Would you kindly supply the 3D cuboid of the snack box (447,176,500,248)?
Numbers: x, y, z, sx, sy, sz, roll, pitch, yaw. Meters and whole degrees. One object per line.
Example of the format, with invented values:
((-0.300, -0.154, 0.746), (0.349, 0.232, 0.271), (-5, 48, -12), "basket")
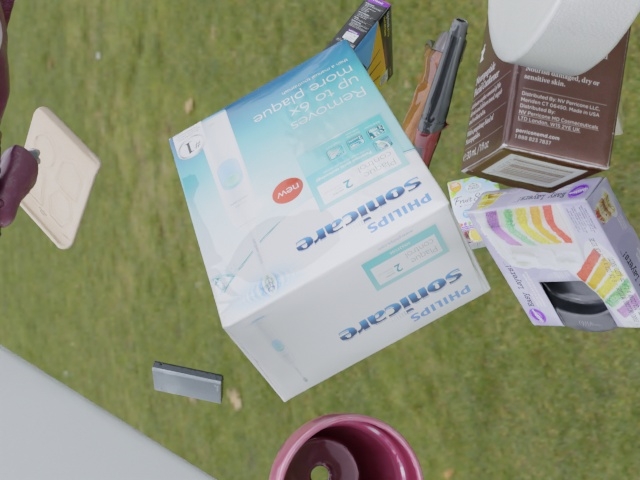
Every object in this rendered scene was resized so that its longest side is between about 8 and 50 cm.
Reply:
((0.315, -0.057, 1.970), (0.037, 0.100, 0.141), (63, -163, -64), "snack box")

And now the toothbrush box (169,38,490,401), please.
((-0.003, -0.029, 0.943), (0.126, 0.216, 0.295), (57, -173, -42), "toothbrush box")

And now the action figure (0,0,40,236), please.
((-0.369, -0.100, 1.024), (0.275, 0.248, 0.370), (28, 125, 47), "action figure")

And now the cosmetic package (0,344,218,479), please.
((-0.289, 0.153, 0.677), (0.161, 0.453, 0.230), (-61, 11, -31), "cosmetic package")

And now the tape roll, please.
((0.247, -0.347, 0.904), (0.392, 0.072, 0.392), (-168, 90, -84), "tape roll")

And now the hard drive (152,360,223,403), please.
((-0.254, 0.274, 1.907), (0.094, 0.135, 0.022), (98, -176, -55), "hard drive")

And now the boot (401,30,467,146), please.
((0.235, -0.306, 2.206), (0.264, 0.096, 0.280), (-152, 85, -82), "boot")

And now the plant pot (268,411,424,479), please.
((0.018, 0.330, 1.328), (0.180, 0.201, 0.201), (155, 108, -74), "plant pot")

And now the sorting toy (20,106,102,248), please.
((-0.497, -0.118, 1.868), (0.193, 0.038, 0.208), (43, 122, 22), "sorting toy")

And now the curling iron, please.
((0.139, -0.123, 1.149), (0.068, 0.035, 0.274), (24, 120, 29), "curling iron")

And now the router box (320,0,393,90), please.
((0.060, -0.275, 1.543), (0.046, 0.133, 0.179), (31, 161, 18), "router box")

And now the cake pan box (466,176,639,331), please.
((0.394, 0.029, 1.578), (0.245, 0.070, 0.267), (-1, 128, 53), "cake pan box")

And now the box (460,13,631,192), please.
((0.291, -0.267, 1.233), (0.191, 0.143, 0.381), (139, 143, -81), "box")

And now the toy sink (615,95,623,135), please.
((0.416, -0.283, 1.669), (0.152, 0.234, 0.131), (-6, 62, 24), "toy sink")
